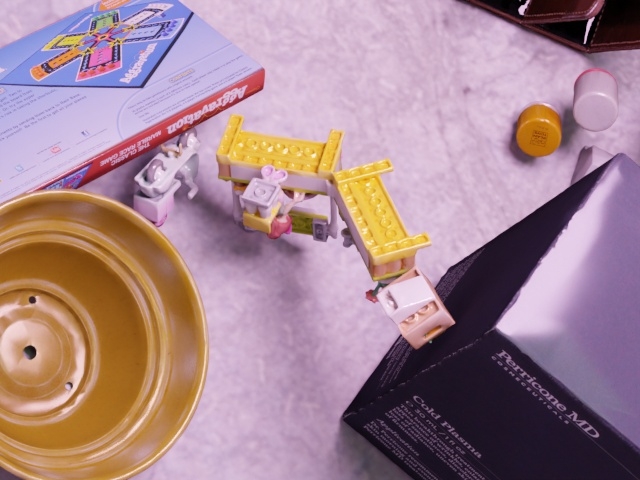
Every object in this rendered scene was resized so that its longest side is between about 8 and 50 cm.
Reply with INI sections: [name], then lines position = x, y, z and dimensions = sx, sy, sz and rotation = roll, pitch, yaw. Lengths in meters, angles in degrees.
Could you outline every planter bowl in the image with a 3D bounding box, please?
[planter bowl]
position = -0.197, 0.077, 1.403
dimensions = 0.217, 0.090, 0.217
rotation = 8, 75, -31

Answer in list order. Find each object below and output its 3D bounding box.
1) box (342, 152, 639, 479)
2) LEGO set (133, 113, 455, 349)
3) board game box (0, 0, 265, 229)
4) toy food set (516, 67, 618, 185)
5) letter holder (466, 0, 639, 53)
[box]
position = 0.241, 0.147, 1.458
dimensions = 0.343, 0.312, 0.179
rotation = 40, 66, -5
[LEGO set]
position = 0.000, 0.000, 1.483
dimensions = 0.287, 0.107, 0.132
rotation = 28, 55, 24
[board game box]
position = -0.194, -0.107, 1.478
dimensions = 0.281, 0.027, 0.145
rotation = -31, 58, -32
[toy food set]
position = 0.291, -0.088, 1.726
dimensions = 0.232, 0.111, 0.104
rotation = 25, 30, -6
[letter holder]
position = 0.268, -0.330, 1.671
dimensions = 0.152, 0.214, 0.302
rotation = 21, 87, -20
